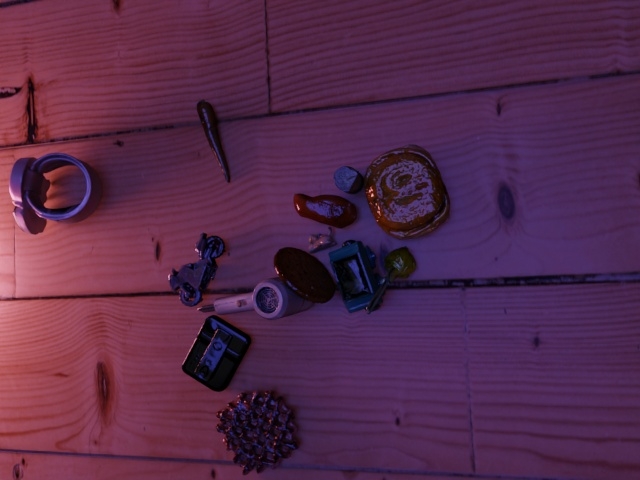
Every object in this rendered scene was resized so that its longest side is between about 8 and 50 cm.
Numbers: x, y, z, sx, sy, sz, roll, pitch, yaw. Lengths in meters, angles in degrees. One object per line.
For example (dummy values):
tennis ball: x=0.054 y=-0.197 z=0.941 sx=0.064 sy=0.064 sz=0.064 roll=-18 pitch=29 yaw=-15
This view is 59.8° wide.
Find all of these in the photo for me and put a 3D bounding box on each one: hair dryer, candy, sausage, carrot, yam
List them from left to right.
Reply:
carrot: x=-0.304 y=-0.286 z=1.607 sx=0.049 sy=0.049 sz=0.254 roll=-19 pitch=87 yaw=13
hair dryer: x=-0.204 y=0.171 z=1.508 sx=0.357 sy=0.173 sz=0.107 roll=-13 pitch=84 yaw=27
sausage: x=0.008 y=-0.083 z=1.488 sx=0.179 sy=0.089 sz=0.089 roll=14 pitch=91 yaw=15
yam: x=0.076 y=-0.155 z=1.436 sx=0.068 sy=0.169 sz=0.068 roll=0 pitch=93 yaw=8
candy: x=0.164 y=0.100 z=1.366 sx=0.077 sy=0.262 sz=0.073 roll=-9 pitch=114 yaw=33

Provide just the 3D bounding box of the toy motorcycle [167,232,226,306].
toy motorcycle: x=-0.356 y=0.076 z=1.584 sx=0.122 sy=0.080 sz=0.215 roll=25 pitch=88 yaw=12

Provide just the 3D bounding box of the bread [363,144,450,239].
bread: x=0.216 y=-0.122 z=1.417 sx=0.198 sy=0.120 sz=0.236 roll=-22 pitch=81 yaw=15

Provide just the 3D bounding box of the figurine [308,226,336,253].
figurine: x=0.000 y=0.000 z=1.511 sx=0.083 sy=0.047 sz=0.050 roll=-22 pitch=67 yaw=20

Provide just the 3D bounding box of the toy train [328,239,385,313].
toy train: x=0.095 y=0.090 z=1.422 sx=0.107 sy=0.154 sz=0.198 roll=-21 pitch=83 yaw=16

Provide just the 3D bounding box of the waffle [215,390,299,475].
waffle: x=-0.169 y=0.519 z=1.520 sx=0.234 sy=0.055 sz=0.221 roll=-32 pitch=81 yaw=16

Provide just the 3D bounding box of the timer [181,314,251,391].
timer: x=-0.293 y=0.319 z=1.552 sx=0.144 sy=0.055 sz=0.187 roll=29 pitch=99 yaw=7

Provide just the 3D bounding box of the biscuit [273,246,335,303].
biscuit: x=-0.043 y=0.089 z=1.444 sx=0.188 sy=0.188 sz=0.027 roll=46 pitch=118 yaw=13

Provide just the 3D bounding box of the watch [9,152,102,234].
watch: x=-0.787 y=-0.134 z=1.679 sx=0.231 sy=0.196 sz=0.244 roll=4 pitch=88 yaw=-6
